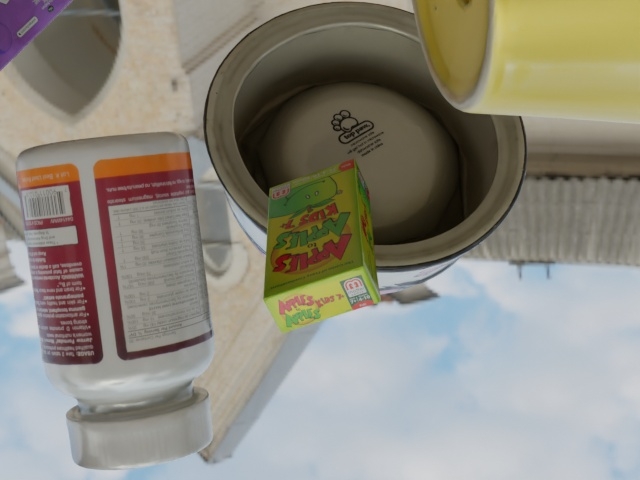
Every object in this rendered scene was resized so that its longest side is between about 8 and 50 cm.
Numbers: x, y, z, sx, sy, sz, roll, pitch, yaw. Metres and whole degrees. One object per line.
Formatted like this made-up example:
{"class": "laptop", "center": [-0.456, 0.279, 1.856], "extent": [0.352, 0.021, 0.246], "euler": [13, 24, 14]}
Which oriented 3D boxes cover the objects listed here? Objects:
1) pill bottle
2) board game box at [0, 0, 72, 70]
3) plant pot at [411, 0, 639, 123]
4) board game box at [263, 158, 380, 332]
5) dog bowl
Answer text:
{"class": "pill bottle", "center": [-0.139, 0.039, 0.690], "extent": [0.121, 0.221, 0.121], "euler": [-6, -175, 1]}
{"class": "board game box", "center": [-0.341, -0.272, 0.922], "extent": [0.056, 0.208, 0.347], "euler": [-8, -141, 41]}
{"class": "plant pot", "center": [0.188, -0.173, 0.590], "extent": [0.239, 0.254, 0.254], "euler": [-10, -153, -9]}
{"class": "board game box", "center": [0.000, 0.000, 0.900], "extent": [0.092, 0.043, 0.181], "euler": [-18, -148, 11]}
{"class": "dog bowl", "center": [0.051, -0.109, 1.277], "extent": [0.408, 0.150, 0.408], "euler": [3, -119, -6]}
